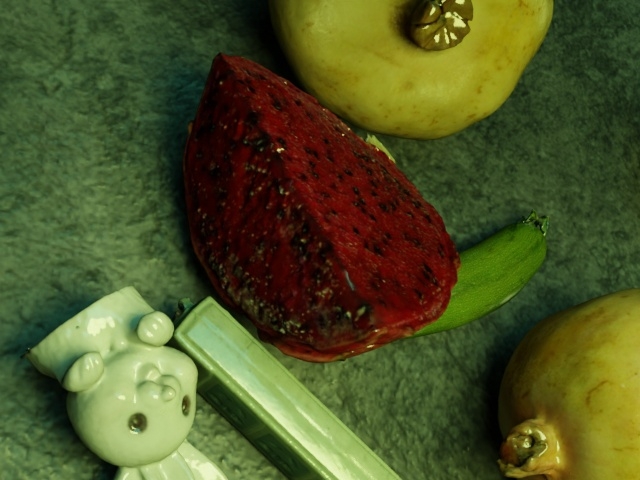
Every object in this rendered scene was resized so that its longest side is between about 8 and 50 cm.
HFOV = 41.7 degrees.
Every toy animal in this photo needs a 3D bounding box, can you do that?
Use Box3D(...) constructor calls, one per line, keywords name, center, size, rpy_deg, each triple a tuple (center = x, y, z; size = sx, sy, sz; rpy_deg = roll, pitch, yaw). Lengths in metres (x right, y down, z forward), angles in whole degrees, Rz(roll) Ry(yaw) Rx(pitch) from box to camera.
Box3D(name="toy animal", center=(-0.131, 0.150, 0.647), size=(0.103, 0.131, 0.221), rpy_deg=(-26, 83, -43))

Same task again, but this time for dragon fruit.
Box3D(name="dragon fruit", center=(0.000, 0.000, 0.776), size=(0.205, 0.152, 0.317), rpy_deg=(5, 46, -45))

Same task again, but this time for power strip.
Box3D(name="power strip", center=(-0.032, 0.154, 0.721), size=(0.272, 0.078, 0.052), rpy_deg=(45, 59, -3))

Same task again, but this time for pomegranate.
Box3D(name="pomegranate", center=(0.280, 0.173, 0.781), size=(0.270, 0.229, 0.252), rpy_deg=(-1, 67, -21))
Box3D(name="pomegranate", center=(0.086, -0.252, 0.857), size=(0.307, 0.307, 0.307), rpy_deg=(11, 64, -22))

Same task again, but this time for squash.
Box3D(name="squash", center=(0.145, 0.045, 0.865), size=(0.318, 0.080, 0.071), rpy_deg=(-21, 117, -31))
